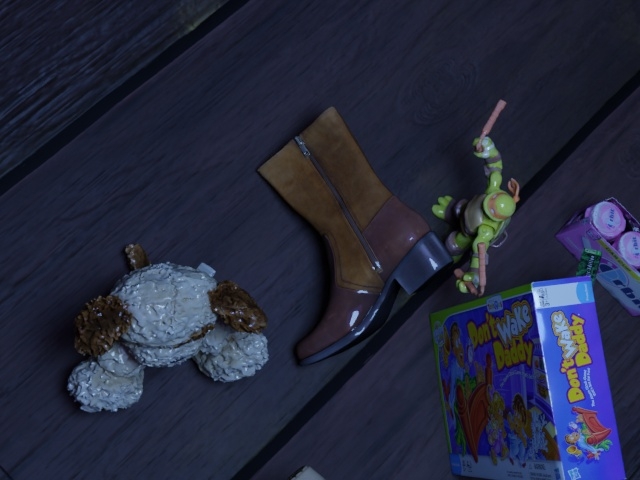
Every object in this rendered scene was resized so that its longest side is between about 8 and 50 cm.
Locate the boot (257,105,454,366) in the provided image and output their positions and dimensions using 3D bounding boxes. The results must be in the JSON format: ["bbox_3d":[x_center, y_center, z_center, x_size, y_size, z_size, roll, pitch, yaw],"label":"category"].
[{"bbox_3d":[0.000,0.000,1.386,0.264,0.096,0.280,-44,76,21],"label":"boot"}]

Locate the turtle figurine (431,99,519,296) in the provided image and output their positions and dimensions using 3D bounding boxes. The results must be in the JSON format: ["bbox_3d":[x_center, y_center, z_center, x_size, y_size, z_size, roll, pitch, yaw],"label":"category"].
[{"bbox_3d":[0.219,-0.043,1.401,0.087,0.217,0.269,9,77,-14],"label":"turtle figurine"}]

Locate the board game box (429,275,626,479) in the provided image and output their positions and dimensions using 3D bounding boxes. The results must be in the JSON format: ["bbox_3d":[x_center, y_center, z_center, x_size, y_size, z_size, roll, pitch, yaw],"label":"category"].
[{"bbox_3d":[0.249,0.186,1.300,0.078,0.347,0.233,-5,81,-15],"label":"board game box"}]

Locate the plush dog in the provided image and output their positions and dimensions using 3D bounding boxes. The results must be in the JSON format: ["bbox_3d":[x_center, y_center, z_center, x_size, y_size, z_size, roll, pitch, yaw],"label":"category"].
[{"bbox_3d":[-0.193,0.089,1.258,0.263,0.225,0.210,-11,83,-17],"label":"plush dog"}]

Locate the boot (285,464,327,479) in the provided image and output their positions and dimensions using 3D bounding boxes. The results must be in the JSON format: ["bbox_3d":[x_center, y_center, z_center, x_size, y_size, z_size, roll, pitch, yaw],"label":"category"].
[{"bbox_3d":[-0.031,0.410,1.179,0.248,0.090,0.207,-37,88,-24],"label":"boot"}]

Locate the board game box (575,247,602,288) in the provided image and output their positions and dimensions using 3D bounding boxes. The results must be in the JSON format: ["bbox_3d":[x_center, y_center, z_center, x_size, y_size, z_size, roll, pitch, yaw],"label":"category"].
[{"bbox_3d":[0.348,0.113,1.396,0.030,0.259,0.136,13,74,14],"label":"board game box"}]

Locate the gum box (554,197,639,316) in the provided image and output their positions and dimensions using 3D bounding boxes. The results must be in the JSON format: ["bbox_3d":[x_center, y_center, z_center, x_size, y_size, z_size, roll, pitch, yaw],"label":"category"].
[{"bbox_3d":[0.448,0.022,1.511,0.188,0.107,0.062,45,72,-4],"label":"gum box"}]
